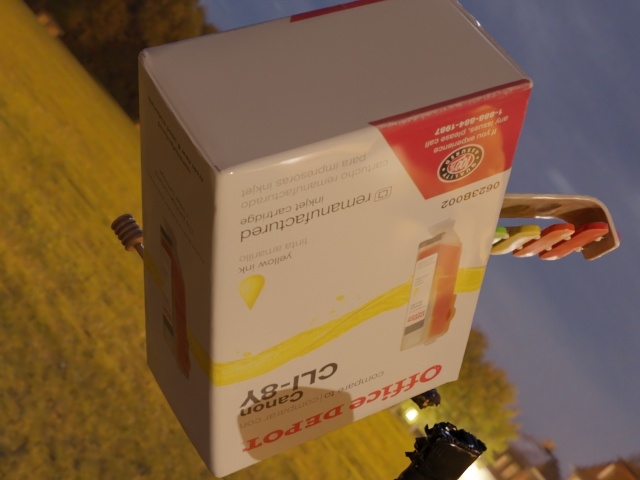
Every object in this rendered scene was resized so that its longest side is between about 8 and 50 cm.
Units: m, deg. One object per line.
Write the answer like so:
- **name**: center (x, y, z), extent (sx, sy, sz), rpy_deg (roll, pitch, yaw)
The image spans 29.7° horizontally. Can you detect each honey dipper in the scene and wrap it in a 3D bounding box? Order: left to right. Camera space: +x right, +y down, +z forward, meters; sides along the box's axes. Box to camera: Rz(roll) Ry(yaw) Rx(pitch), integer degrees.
- **honey dipper**: center (-0.195, 0.038, 1.423), extent (0.160, 0.030, 0.030), rpy_deg (55, -1, 18)

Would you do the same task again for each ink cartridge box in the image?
- **ink cartridge box**: center (0.000, 0.000, 1.058), extent (0.160, 0.279, 0.384), rpy_deg (54, -28, 36)

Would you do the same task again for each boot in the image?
- **boot**: center (0.142, 0.250, 1.287), extent (0.121, 0.099, 0.045), rpy_deg (26, 21, -19)

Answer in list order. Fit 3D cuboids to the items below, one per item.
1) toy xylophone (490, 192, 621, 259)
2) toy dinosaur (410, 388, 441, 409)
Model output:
- **toy xylophone**: center (0.300, -0.013, 1.910), extent (0.236, 0.323, 0.081), rpy_deg (111, -22, -75)
- **toy dinosaur**: center (0.039, 0.130, 1.512), extent (0.268, 0.118, 0.064), rpy_deg (16, -36, -12)
